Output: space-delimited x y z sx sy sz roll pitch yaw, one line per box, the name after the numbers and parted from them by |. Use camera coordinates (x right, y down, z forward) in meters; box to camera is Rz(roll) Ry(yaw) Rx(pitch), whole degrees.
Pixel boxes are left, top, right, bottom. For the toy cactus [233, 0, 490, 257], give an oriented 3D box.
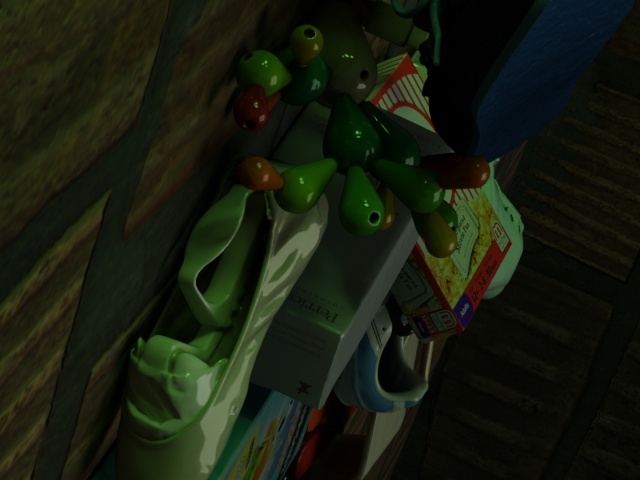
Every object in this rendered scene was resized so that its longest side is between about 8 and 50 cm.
0.021 -0.085 1.209 0.112 0.219 0.180 -38 -137 32 | toy cactus

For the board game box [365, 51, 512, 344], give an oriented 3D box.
0.075 -0.036 1.541 0.045 0.193 0.147 -20 -160 31 | board game box

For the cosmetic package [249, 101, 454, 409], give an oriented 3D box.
0.000 0.000 1.357 0.231 0.117 0.085 -59 169 -46 | cosmetic package

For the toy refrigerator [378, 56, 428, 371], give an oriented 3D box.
0.059 -0.017 1.668 0.094 0.102 0.269 -135 -112 -79 | toy refrigerator

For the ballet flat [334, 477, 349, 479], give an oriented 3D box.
-0.033 0.296 1.871 0.342 0.124 0.116 -33 -153 60 | ballet flat

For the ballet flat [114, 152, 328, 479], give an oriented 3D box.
-0.078 0.056 1.208 0.086 0.086 0.248 76 37 -77 | ballet flat

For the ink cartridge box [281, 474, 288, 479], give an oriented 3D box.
-0.010 0.160 1.994 0.097 0.046 0.207 85 30 -76 | ink cartridge box

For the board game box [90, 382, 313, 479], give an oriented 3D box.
-0.084 0.169 1.436 0.336 0.079 0.253 -56 168 -47 | board game box

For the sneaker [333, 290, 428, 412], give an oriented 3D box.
0.037 0.033 1.560 0.085 0.086 0.237 -52 134 -55 | sneaker

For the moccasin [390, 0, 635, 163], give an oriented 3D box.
0.103 -0.138 1.208 0.138 0.117 0.342 -32 170 -15 | moccasin

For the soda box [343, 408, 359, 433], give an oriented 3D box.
-0.016 0.236 2.123 0.181 0.061 0.058 -61 171 -31 | soda box

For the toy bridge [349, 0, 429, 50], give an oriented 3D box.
0.051 -0.161 1.393 0.026 0.063 0.188 -67 169 7 | toy bridge

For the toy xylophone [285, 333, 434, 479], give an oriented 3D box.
0.053 0.097 1.882 0.236 0.081 0.322 -34 139 -66 | toy xylophone

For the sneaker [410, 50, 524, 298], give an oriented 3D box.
0.138 -0.069 1.804 0.151 0.094 0.255 24 70 -53 | sneaker
